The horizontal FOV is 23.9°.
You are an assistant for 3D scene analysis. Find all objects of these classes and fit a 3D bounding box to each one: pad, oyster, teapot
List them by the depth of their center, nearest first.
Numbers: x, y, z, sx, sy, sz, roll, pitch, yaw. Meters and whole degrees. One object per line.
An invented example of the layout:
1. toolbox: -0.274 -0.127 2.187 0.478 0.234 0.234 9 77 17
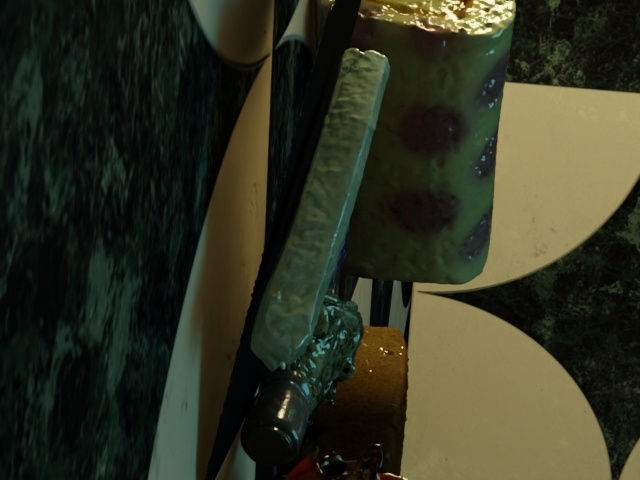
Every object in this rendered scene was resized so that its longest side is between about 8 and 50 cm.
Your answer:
1. pad: -0.055 -0.008 1.092 0.315 0.063 0.375 -66 171 -73
2. teapot: -0.035 0.150 1.221 0.083 0.049 0.063 -68 171 -60
3. oyster: -0.009 0.109 1.426 0.125 0.064 0.177 -38 146 -60

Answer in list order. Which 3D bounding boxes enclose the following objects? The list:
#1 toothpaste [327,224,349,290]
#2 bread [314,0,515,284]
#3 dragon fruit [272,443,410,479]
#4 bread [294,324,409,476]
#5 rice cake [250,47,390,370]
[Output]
1. toothpaste: 0.000 0.000 1.191 0.196 0.040 0.047 94 11 -75
2. bread: 0.085 -0.111 1.484 0.338 0.187 0.155 91 5 -45
3. dragon fruit: 0.008 0.265 1.157 0.193 0.192 0.274 58 5 2
4. bread: 0.031 0.250 1.631 0.416 0.113 0.165 -72 167 -65
5. rice cake: 0.002 -0.026 1.043 0.045 0.042 0.245 110 -2 -64
